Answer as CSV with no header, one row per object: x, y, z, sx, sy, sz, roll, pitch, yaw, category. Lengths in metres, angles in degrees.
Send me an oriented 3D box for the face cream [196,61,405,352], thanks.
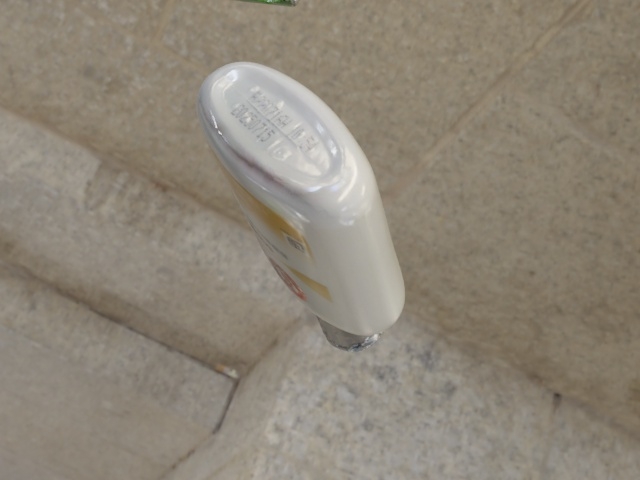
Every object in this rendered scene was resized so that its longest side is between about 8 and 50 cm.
0.000,0.000,0.667,0.144,0.071,0.291,45,169,26,face cream

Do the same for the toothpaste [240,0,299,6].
-0.121,-0.355,1.299,0.247,0.047,0.078,6,119,-5,toothpaste
